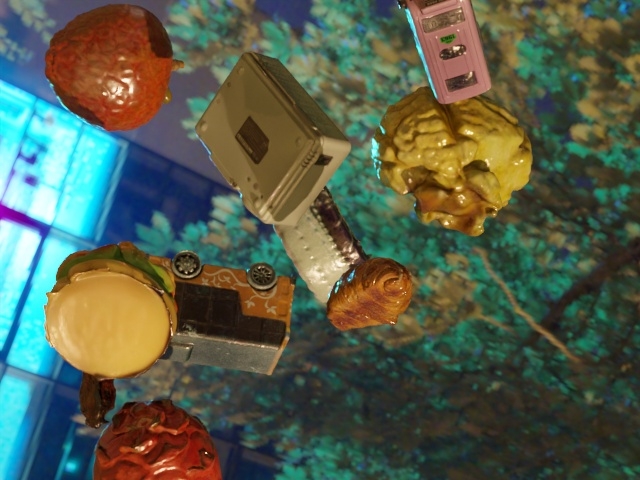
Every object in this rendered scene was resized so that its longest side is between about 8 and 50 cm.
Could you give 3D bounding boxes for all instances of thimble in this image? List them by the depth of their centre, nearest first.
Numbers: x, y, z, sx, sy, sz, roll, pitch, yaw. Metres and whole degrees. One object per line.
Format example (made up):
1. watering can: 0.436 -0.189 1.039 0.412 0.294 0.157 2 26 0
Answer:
1. thimble: 0.000 0.000 2.190 0.150 0.237 0.237 -32 -147 2

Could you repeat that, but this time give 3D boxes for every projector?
1. projector: -0.091 -0.171 1.789 0.192 0.099 0.257 -53 -124 24

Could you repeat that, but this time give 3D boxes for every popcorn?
1. popcorn: 0.219 -0.140 1.772 0.258 0.270 0.224 42 -49 18

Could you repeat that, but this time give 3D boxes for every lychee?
1. lychee: -0.400 -0.343 2.095 0.255 0.300 0.255 -3 -96 33

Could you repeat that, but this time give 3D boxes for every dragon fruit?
1. dragon fruit: -0.285 0.401 1.843 0.241 0.252 0.241 -37 -177 3

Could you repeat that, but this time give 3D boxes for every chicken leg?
1. chicken leg: -0.480 0.274 2.209 0.106 0.051 0.253 -43 -128 23

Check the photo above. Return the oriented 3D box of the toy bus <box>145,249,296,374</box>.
1. toy bus: -0.223 0.144 2.094 0.162 0.323 0.194 116 -20 -59

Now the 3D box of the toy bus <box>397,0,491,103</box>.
1. toy bus: 0.169 -0.287 1.438 0.096 0.199 0.108 -16 -132 10

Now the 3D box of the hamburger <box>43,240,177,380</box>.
1. hamburger: -0.350 0.108 1.775 0.237 0.237 0.149 -52 -160 22

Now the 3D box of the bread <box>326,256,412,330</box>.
1. bread: 0.078 0.072 1.519 0.233 0.105 0.076 -42 -153 64
